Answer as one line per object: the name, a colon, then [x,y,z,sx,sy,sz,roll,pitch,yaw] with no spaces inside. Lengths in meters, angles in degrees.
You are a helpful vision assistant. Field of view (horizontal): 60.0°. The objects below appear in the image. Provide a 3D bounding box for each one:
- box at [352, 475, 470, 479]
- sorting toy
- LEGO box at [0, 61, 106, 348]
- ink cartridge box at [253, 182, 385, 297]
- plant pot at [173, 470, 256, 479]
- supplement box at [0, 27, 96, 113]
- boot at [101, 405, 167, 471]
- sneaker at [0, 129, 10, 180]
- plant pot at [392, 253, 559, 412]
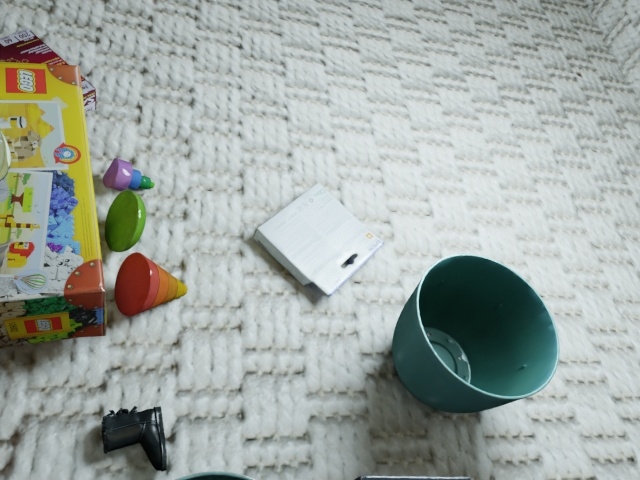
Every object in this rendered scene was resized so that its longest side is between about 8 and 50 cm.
box: [0.100,0.523,0.803,0.183,0.296,0.293,8,56,-16]
sorting toy: [-0.354,-0.009,1.138,0.126,0.127,0.365,15,44,-47]
LEGO box: [-0.592,-0.067,0.959,0.373,0.193,0.499,-6,60,-24]
ink cartridge box: [0.000,0.000,1.273,0.224,0.045,0.223,43,55,10]
plant pot: [-0.167,0.501,0.781,0.293,0.196,0.292,9,55,-13]
supplement box: [-0.648,-0.372,1.272,0.239,0.073,0.130,41,53,8]
boot: [-0.314,0.337,0.933,0.099,0.045,0.121,-3,52,-24]
sneaker: [-0.592,-0.255,0.847,0.158,0.182,0.410,-16,64,-29]
plant pot: [0.279,0.211,1.113,0.293,0.235,0.292,9,54,-13]
